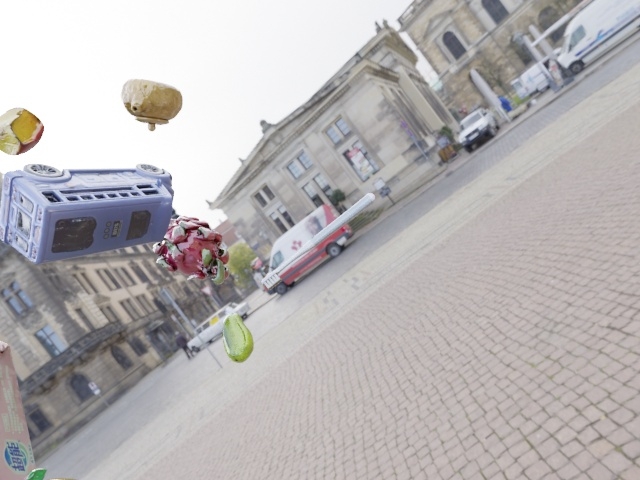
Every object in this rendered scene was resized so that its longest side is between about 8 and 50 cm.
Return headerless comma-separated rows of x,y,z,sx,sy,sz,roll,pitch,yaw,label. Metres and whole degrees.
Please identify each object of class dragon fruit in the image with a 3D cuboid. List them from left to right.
-0.379,0.027,1.273,0.218,0.272,0.198,84,-156,-59,dragon fruit

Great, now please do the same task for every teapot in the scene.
-0.599,-0.474,1.477,0.203,0.167,0.311,6,10,-1,teapot

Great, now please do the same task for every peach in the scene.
-0.947,-0.340,1.285,0.151,0.151,0.118,-37,3,20,peach

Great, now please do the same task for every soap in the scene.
-0.563,0.305,0.638,0.217,0.273,0.098,-32,-25,-2,soap

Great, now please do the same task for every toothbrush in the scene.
-0.001,-0.002,0.976,0.342,0.030,0.025,-40,-20,-9,toothbrush

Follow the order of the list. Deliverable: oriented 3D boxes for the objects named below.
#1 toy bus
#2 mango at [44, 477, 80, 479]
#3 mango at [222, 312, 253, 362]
-0.362,-0.052,0.709,0.292,0.133,0.126,-18,-44,-60,toy bus
-0.628,0.665,0.975,0.142,0.195,0.332,-27,-13,-7,mango
-0.258,0.302,1.277,0.091,0.165,0.074,-12,-40,-14,mango
